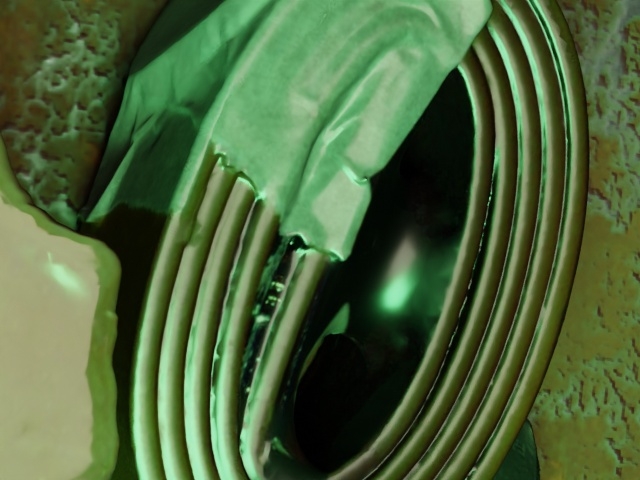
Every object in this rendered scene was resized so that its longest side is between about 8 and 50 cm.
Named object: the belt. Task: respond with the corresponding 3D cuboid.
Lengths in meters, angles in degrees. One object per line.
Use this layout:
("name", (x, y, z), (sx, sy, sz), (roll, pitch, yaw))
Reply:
("belt", (0.000, 0.000, 0.895), (0.217, 0.122, 0.338), (19, 87, -24))

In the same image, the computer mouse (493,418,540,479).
("computer mouse", (0.072, 0.142, 0.964), (0.079, 0.047, 0.135), (29, 83, -19))

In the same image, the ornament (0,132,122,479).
("ornament", (-0.213, 0.056, 0.753), (0.221, 0.217, 0.235), (9, 89, -22))
